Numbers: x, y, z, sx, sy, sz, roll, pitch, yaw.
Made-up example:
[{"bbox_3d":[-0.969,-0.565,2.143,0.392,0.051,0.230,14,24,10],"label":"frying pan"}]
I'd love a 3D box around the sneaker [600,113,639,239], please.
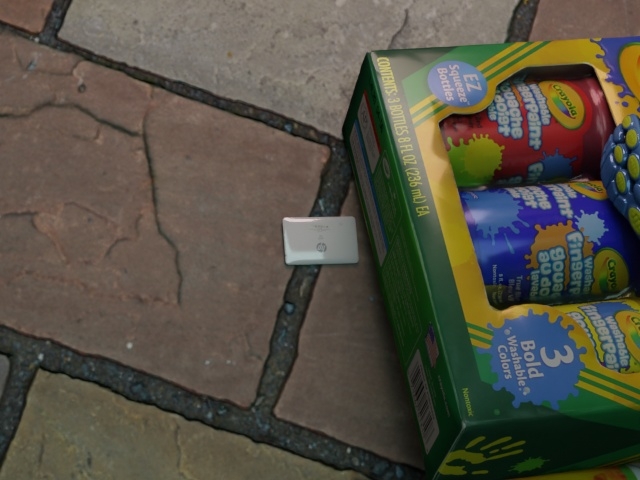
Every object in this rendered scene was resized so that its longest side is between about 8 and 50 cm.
[{"bbox_3d":[0.341,-0.042,1.522,0.078,0.067,0.188,0,55,-35],"label":"sneaker"}]

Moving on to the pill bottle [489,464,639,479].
[{"bbox_3d":[0.215,0.302,1.583,0.245,0.136,0.136,1,75,-12],"label":"pill bottle"}]

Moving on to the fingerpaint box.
[{"bbox_3d":[0.255,0.007,1.603,0.371,0.163,0.445,-4,60,-14],"label":"fingerpaint box"}]

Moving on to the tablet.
[{"bbox_3d":[0.000,0.000,1.688,0.083,0.006,0.054,-1,76,-12],"label":"tablet"}]
